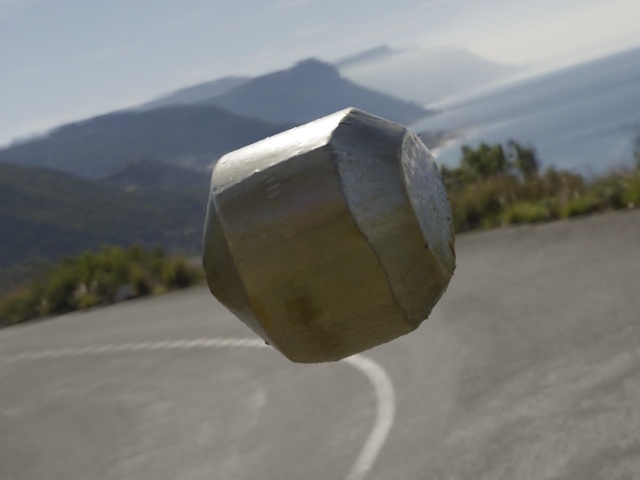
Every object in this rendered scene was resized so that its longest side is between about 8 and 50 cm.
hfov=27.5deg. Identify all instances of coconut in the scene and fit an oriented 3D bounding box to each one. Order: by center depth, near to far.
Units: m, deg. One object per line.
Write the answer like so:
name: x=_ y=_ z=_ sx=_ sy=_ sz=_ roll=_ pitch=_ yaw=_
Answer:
coconut: x=0.000 y=-0.002 z=1.179 sx=0.241 sy=0.241 sz=0.241 roll=-15 pitch=5 yaw=1
